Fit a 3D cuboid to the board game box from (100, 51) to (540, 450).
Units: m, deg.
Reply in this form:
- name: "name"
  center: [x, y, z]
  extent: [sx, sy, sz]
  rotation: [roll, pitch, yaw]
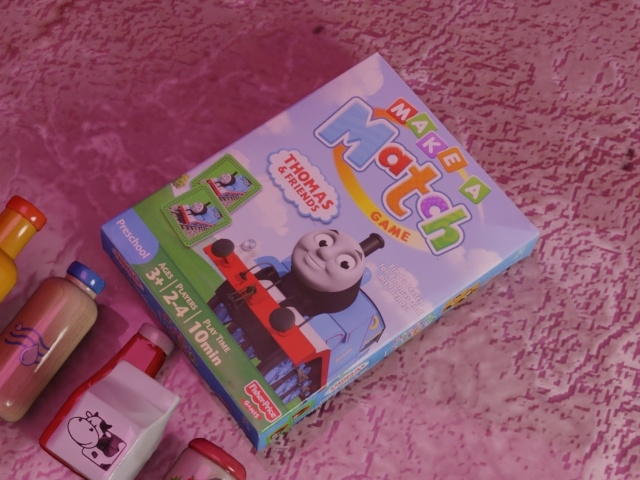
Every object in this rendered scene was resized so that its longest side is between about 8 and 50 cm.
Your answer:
- name: "board game box"
  center: [0.000, 0.000, 0.803]
  extent: [0.211, 0.039, 0.160]
  rotation: [-34, 72, -19]

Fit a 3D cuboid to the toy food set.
- name: "toy food set"
  center: [-0.112, 0.082, 0.749]
  extent: [0.232, 0.111, 0.104]
  rotation: [31, 74, 15]
